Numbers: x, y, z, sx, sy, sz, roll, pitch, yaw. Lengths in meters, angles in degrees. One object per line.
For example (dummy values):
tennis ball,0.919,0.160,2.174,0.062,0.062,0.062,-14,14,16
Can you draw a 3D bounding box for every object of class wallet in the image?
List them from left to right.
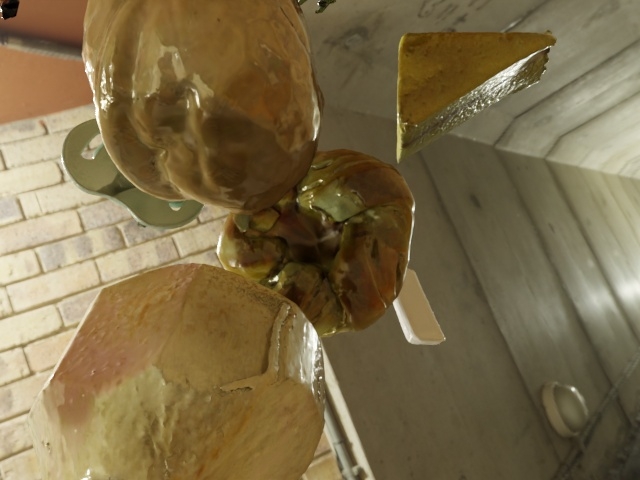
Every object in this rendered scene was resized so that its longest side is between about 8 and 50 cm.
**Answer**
wallet,0.188,0.131,1.140,0.095,0.190,0.033,9,-43,-36

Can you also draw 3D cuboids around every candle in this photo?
candle,-0.308,-0.269,0.507,0.021,0.167,0.026,-22,-25,-21

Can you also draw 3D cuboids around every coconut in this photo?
coconut,-0.158,0.190,0.684,0.352,0.353,0.352,-24,-12,-5

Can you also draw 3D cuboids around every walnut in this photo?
walnut,-0.162,-0.222,0.790,0.381,0.381,0.381,-24,-12,-5

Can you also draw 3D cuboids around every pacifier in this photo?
pacifier,-0.399,-0.195,1.269,0.269,0.343,0.288,-40,26,44

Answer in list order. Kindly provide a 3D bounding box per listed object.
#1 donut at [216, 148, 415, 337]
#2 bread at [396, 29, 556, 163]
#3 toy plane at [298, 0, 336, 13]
donut,0.000,0.000,0.989,0.360,0.360,0.170,-25,-8,-1
bread,0.354,-0.330,1.252,0.361,0.245,0.233,-1,-11,7
toy plane,0.012,-0.412,0.903,0.111,0.040,0.102,-8,-15,1
